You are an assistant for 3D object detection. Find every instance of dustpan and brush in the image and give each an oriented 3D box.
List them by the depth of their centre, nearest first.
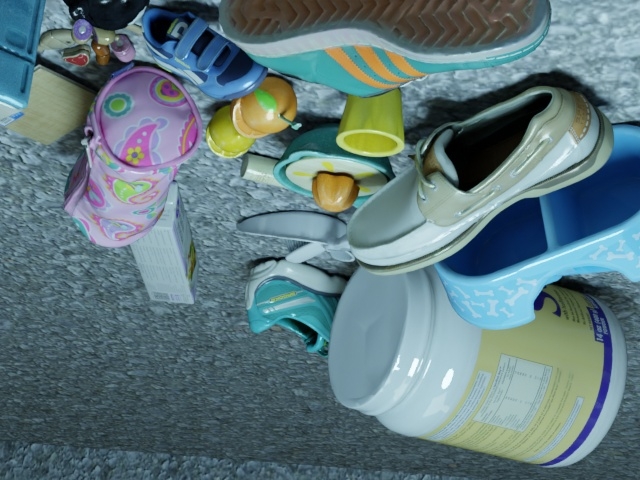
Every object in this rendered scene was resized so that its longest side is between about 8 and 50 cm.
[{"bbox_3d":[0.000,0.000,2.082,0.147,0.060,0.211,16,159,-27],"label":"dustpan and brush"}]

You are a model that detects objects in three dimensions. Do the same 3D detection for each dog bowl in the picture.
[{"bbox_3d":[0.245,-0.020,1.738,0.297,0.166,0.074,-22,138,21],"label":"dog bowl"}]

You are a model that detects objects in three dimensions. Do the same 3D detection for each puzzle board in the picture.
[{"bbox_3d":[-0.291,-0.142,1.769,0.096,0.011,0.128,-28,155,21],"label":"puzzle board"}]

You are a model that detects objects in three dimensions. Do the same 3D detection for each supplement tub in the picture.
[{"bbox_3d":[0.201,0.151,2.186,0.331,0.241,0.241,16,159,-26],"label":"supplement tub"}]

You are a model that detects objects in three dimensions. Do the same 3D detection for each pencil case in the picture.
[{"bbox_3d":[-0.206,-0.085,1.797,0.124,0.124,0.284,10,162,-11],"label":"pencil case"}]

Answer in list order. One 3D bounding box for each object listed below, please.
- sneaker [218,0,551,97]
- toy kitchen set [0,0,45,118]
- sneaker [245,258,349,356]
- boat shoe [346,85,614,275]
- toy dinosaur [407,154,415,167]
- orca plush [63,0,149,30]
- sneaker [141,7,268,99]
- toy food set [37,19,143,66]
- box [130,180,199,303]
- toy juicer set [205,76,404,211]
[{"bbox_3d":[0.068,-0.185,1.455,0.302,0.108,0.121,5,164,30],"label":"sneaker"},{"bbox_3d":[-0.308,-0.211,1.461,0.207,0.122,0.166,21,156,-38],"label":"toy kitchen set"},{"bbox_3d":[0.015,0.110,2.328,0.275,0.110,0.107,15,160,-26],"label":"sneaker"},{"bbox_3d":[0.139,-0.069,1.697,0.302,0.113,0.103,-31,141,23],"label":"boat shoe"},{"bbox_3d":[0.150,-0.075,1.843,0.112,0.064,0.211,-17,180,-45],"label":"toy dinosaur"},{"bbox_3d":[-0.173,-0.229,1.393,0.151,0.102,0.287,12,160,-18],"label":"orca plush"},{"bbox_3d":[-0.112,-0.174,1.560,0.144,0.053,0.059,23,158,32],"label":"sneaker"},{"bbox_3d":[-0.223,-0.190,1.657,0.078,0.019,0.122,21,157,-36],"label":"toy food set"},{"bbox_3d":[-0.201,0.006,2.164,0.067,0.063,0.324,4,161,3],"label":"box"},{"bbox_3d":[-0.020,-0.078,1.814,0.209,0.089,0.329,6,162,1],"label":"toy juicer set"}]
